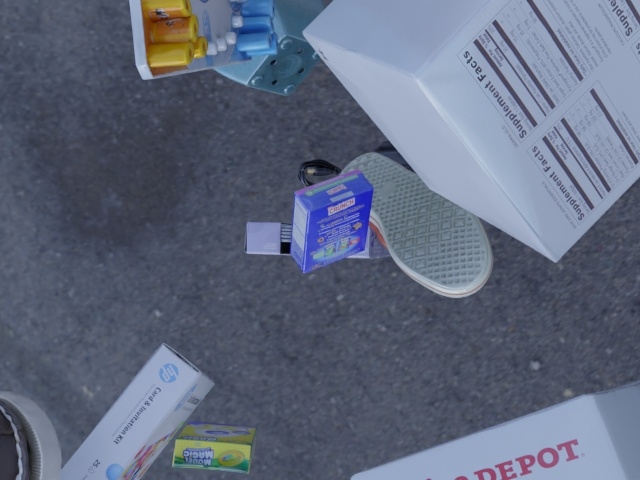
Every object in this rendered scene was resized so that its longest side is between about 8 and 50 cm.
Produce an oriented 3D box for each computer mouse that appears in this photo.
[{"bbox_3d":[0.074,-0.108,1.483,0.041,0.242,0.071,13,111,55],"label":"computer mouse"}]

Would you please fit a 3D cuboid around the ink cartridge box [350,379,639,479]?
[{"bbox_3d":[0.116,0.163,0.437,0.128,0.127,0.176,-27,71,30],"label":"ink cartridge box"}]

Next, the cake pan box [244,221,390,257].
[{"bbox_3d":[0.000,0.000,1.940,0.245,0.267,0.070,0,90,14],"label":"cake pan box"}]

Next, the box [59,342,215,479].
[{"bbox_3d":[-0.153,0.164,0.721,0.038,0.145,0.186,36,79,5],"label":"box"}]

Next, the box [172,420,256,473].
[{"bbox_3d":[-0.145,0.287,1.361,0.105,0.179,0.043,5,90,-1],"label":"box"}]

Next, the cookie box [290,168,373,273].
[{"bbox_3d":[0.013,-0.023,1.176,0.040,0.091,0.107,52,150,35],"label":"cookie box"}]

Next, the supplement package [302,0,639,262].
[{"bbox_3d":[0.169,-0.166,0.756,0.263,0.198,0.199,-45,30,-3],"label":"supplement package"}]

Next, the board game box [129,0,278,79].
[{"bbox_3d":[-0.117,-0.375,1.012,0.050,0.390,0.390,-1,102,11],"label":"board game box"}]

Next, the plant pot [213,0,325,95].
[{"bbox_3d":[-0.125,-0.456,2.112,0.247,0.247,0.252,-48,60,27],"label":"plant pot"}]

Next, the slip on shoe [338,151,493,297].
[{"bbox_3d":[0.132,-0.017,1.312,0.123,0.101,0.331,-42,35,-2],"label":"slip on shoe"}]

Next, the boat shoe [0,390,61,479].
[{"bbox_3d":[-0.288,0.216,0.564,0.324,0.096,0.116,-47,72,5],"label":"boat shoe"}]
